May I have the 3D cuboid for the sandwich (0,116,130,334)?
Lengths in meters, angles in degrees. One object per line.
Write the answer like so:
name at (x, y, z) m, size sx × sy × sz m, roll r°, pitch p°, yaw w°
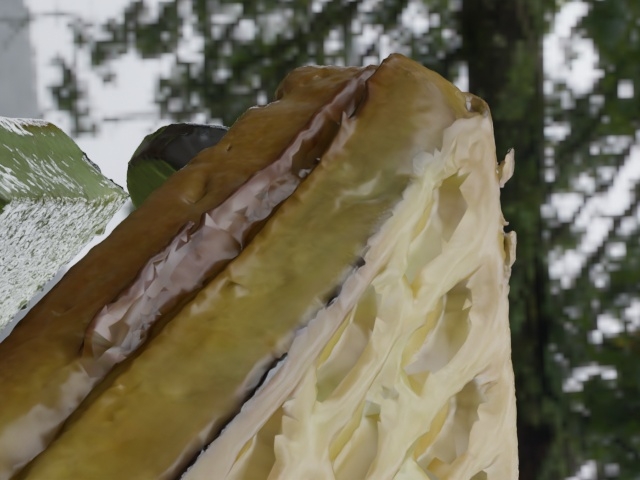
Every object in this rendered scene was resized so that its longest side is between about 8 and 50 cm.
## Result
sandwich at (-0.190, 0.052, 0.665) m, size 0.245 × 0.063 × 0.212 m, roll -49°, pitch 175°, yaw 5°

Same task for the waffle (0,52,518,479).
waffle at (-0.041, 0.108, 0.581) m, size 0.327 × 0.098 × 0.224 m, roll -50°, pitch 145°, yaw -41°

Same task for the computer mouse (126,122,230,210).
computer mouse at (0.000, 0.000, 1.177) m, size 0.086 × 0.270 × 0.137 m, roll -53°, pitch 168°, yaw -25°
